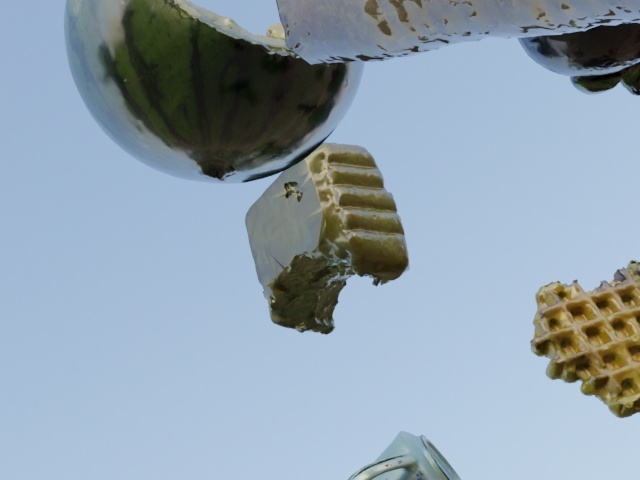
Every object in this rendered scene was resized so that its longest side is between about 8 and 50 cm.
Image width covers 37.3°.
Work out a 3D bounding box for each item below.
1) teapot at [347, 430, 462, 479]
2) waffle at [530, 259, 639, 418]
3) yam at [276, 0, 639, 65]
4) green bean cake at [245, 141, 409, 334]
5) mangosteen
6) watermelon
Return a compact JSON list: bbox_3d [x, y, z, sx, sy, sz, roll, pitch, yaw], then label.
[{"bbox_3d":[0.114,0.350,1.271,0.159,0.159,0.232,-39,-45,4],"label":"teapot"},{"bbox_3d":[0.423,0.126,1.323,0.291,0.291,0.051,-12,-39,-15],"label":"waffle"},{"bbox_3d":[0.090,-0.144,0.530,0.081,0.357,0.081,-5,-81,-32],"label":"yam"},{"bbox_3d":[0.000,0.000,1.386,0.124,0.233,0.236,2,-31,-37],"label":"green bean cake"},{"bbox_3d":[0.355,-0.293,1.169,0.216,0.216,0.216,-10,-57,-16],"label":"mangosteen"},{"bbox_3d":[-0.131,-0.155,1.027,0.331,0.331,0.189,31,-117,-33],"label":"watermelon"}]
